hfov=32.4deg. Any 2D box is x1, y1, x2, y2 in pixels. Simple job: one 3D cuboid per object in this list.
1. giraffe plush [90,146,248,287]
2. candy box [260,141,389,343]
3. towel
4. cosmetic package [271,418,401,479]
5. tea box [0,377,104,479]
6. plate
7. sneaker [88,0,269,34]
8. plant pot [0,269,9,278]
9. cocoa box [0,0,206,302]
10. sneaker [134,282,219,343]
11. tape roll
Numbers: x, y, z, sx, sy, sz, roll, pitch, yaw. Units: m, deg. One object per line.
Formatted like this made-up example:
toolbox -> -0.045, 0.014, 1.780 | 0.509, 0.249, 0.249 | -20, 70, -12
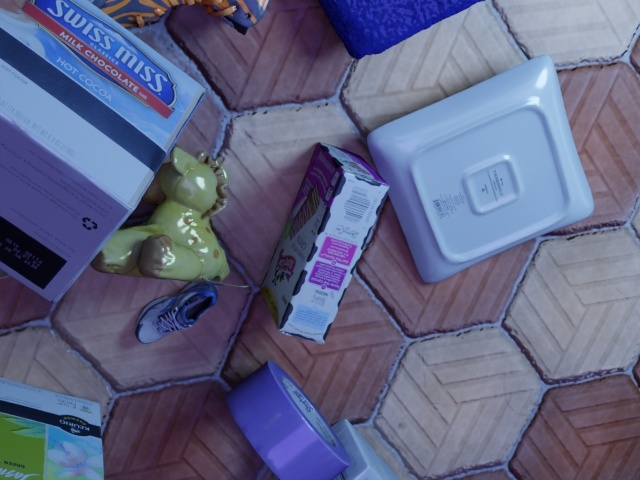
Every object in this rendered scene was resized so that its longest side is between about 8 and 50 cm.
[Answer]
giraffe plush -> -0.190, -0.033, 1.440 | 0.210, 0.181, 0.170 | 6, 86, -5
candy box -> 0.000, 0.000, 1.488 | 0.071, 0.159, 0.233 | 17, 104, -18
towel -> 0.071, -0.408, 1.386 | 0.227, 0.076, 0.308 | -25, 107, 12
cosmetic package -> 0.049, 0.401, 1.646 | 0.151, 0.151, 0.184 | -38, 113, 2
tea box -> -0.434, 0.396, 1.430 | 0.220, 0.323, 0.329 | 18, 103, -19
plate -> 0.235, -0.084, 1.546 | 0.278, 0.045, 0.277 | -23, 122, 2
sneaker -> -0.174, -0.298, 1.356 | 0.321, 0.124, 0.180 | -42, 112, 3
plant pot -> -0.447, -0.061, 1.422 | 0.236, 0.032, 0.236 | -4, 109, -12
cocoa box -> -0.352, -0.149, 1.242 | 0.347, 0.228, 0.231 | 36, 134, -14
sneaker -> -0.200, 0.101, 1.528 | 0.135, 0.058, 0.052 | -36, 113, 1
tape roll -> -0.045, 0.265, 1.554 | 0.080, 0.189, 0.189 | -39, 114, 0
